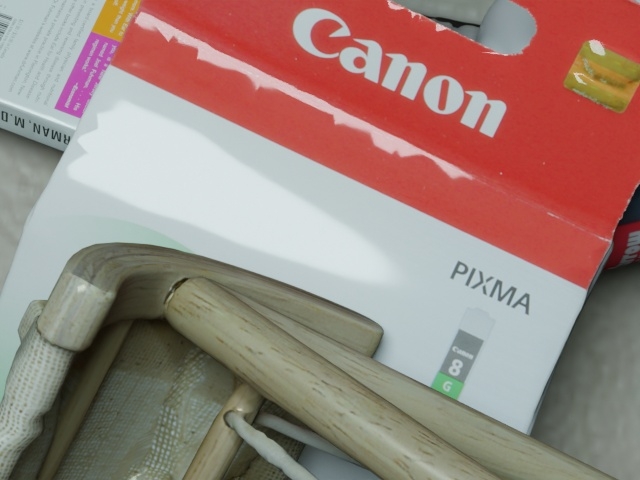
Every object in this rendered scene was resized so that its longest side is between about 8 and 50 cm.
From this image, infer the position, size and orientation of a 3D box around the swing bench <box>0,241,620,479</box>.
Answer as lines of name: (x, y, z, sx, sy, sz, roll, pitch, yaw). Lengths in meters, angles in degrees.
swing bench: (-0.011, 0.166, 0.549, 0.254, 0.165, 0.253, 30, 99, 5)

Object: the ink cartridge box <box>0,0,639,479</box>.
ink cartridge box: (0.000, 0.000, 0.618, 0.181, 0.225, 0.056, 25, 30, 2)

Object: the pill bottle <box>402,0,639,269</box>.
pill bottle: (0.112, -0.046, 0.680, 0.180, 0.108, 0.108, -13, 78, -7)

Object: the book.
book: (-0.059, -0.068, 0.697, 0.144, 0.035, 0.096, 21, 61, 2)
